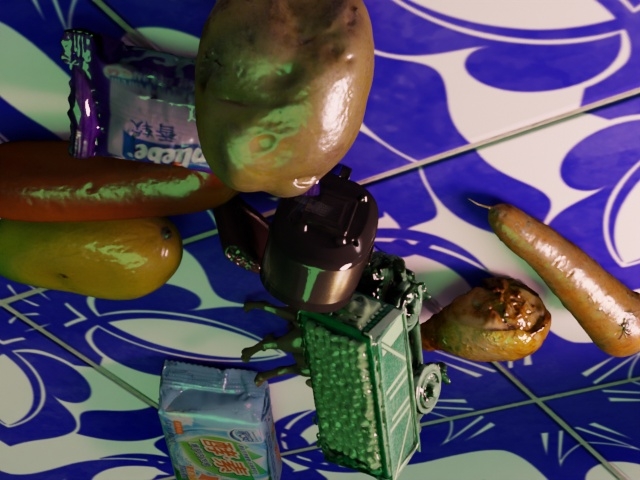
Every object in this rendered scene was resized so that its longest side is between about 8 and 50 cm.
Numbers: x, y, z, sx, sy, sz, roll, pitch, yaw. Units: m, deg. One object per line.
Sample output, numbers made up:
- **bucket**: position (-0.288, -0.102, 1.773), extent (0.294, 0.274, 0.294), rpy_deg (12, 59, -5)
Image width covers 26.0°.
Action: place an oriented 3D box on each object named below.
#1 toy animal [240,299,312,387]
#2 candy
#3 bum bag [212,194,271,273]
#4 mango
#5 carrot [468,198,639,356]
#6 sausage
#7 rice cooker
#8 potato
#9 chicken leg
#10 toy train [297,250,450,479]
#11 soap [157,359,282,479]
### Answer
- **toy animal**: position (0.006, 0.154, 1.712), extent (0.186, 0.093, 0.214), rpy_deg (-1, 147, 16)
- **candy**: position (-0.117, -0.121, 1.340), extent (0.275, 0.070, 0.145), rpy_deg (9, 128, -3)
- **bum bag**: position (-0.062, 0.011, 1.507), extent (0.026, 0.109, 0.159), rpy_deg (-35, 132, 17)
- **mango**: position (-0.271, 0.006, 1.558), extent (0.238, 0.091, 0.137), rpy_deg (5, 140, 5)
- **carrot**: position (0.263, 0.033, 1.511), extent (0.078, 0.078, 0.298), rpy_deg (-24, 130, 38)
- **sausage**: position (-0.222, -0.062, 1.453), extent (0.300, 0.083, 0.089), rpy_deg (-2, 132, 12)
- **rice cooker**: position (0.000, 0.000, 1.430), extent (0.112, 0.165, 0.106), rpy_deg (19, 135, 1)
- **potato**: position (-0.033, -0.138, 1.225), extent (0.155, 0.137, 0.200), rpy_deg (9, 111, 3)
- **chicken leg**: position (0.153, 0.107, 1.628), extent (0.252, 0.087, 0.107), rpy_deg (-13, 130, 38)
- **toy train**: position (0.060, 0.139, 1.554), extent (0.115, 0.154, 0.269), rpy_deg (21, 136, 32)
- **soap**: position (-0.137, 0.270, 1.928), extent (0.156, 0.077, 0.293), rpy_deg (4, 146, 6)
